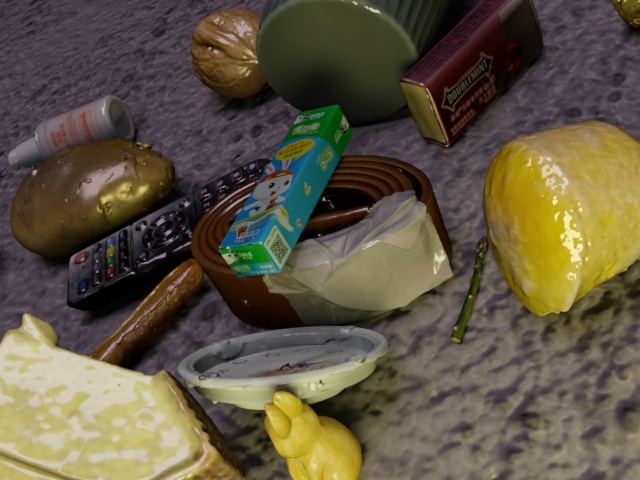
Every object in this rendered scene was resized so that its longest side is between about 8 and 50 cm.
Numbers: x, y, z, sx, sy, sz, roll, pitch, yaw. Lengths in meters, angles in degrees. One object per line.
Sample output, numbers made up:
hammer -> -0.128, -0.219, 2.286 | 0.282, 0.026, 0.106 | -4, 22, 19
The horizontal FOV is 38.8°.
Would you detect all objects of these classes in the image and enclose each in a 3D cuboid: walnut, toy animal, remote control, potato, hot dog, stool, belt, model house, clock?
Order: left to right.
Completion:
potato -> -0.371, -0.079, 1.470 | 0.296, 0.141, 0.192 | -14, 43, 17
model house -> -0.226, 0.280, 0.933 | 0.266, 0.261, 0.321 | 12, 68, 10
hot dog -> -0.237, 0.111, 1.240 | 0.216, 0.047, 0.066 | -48, 25, -21
remote control -> -0.192, -0.016, 1.339 | 0.398, 0.062, 0.144 | -27, 37, 8
walnut -> -0.145, -0.326, 1.586 | 0.155, 0.155, 0.184 | -44, 42, -17
clock -> -0.039, 0.143, 1.003 | 0.236, 0.053, 0.236 | -6, 5, 1
toy animal -> -0.017, 0.192, 0.908 | 0.070, 0.159, 0.083 | -7, 50, 31
belt -> 0.000, 0.000, 1.145 | 0.338, 0.122, 0.217 | -6, 43, 29
stool -> 0.063, -0.379, 1.405 | 0.297, 0.297, 0.330 | -7, 48, 28

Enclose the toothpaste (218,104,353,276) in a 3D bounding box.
toothpaste -> -0.037, -0.066, 1.111 | 0.065, 0.050, 0.267 | -8, 39, 34

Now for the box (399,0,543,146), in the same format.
box -> 0.215, -0.247, 1.281 | 0.224, 0.120, 0.069 | -43, 43, -18

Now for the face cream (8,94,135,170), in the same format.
face cream -> -0.475, -0.186, 1.689 | 0.251, 0.101, 0.101 | -17, 40, 18

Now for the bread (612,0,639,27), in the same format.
bread -> 0.510, -0.396, 1.277 | 0.269, 0.098, 0.087 | -46, -2, -18

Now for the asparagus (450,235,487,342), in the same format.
asparagus -> 0.176, 0.051, 1.055 | 0.016, 0.016, 0.163 | -22, 35, 43

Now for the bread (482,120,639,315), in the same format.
bread -> 0.262, -0.026, 0.959 | 0.170, 0.197, 0.197 | -18, 37, -6
